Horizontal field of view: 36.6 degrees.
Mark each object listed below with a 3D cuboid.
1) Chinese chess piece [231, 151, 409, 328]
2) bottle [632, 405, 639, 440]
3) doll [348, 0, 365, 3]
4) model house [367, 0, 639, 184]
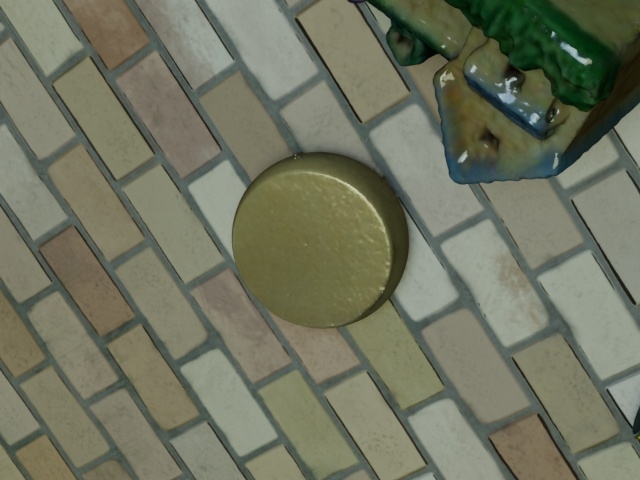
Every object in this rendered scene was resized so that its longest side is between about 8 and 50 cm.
[{"bbox_3d":[0.000,0.000,1.441,0.273,0.102,0.273,5,110,15],"label":"Chinese chess piece"},{"bbox_3d":[0.594,0.302,1.371,0.286,0.082,0.082,23,112,8],"label":"bottle"},{"bbox_3d":[0.113,-0.361,1.326,0.190,0.050,0.115,23,102,1],"label":"doll"},{"bbox_3d":[0.209,-0.270,1.144,0.382,0.335,0.342,44,149,13],"label":"model house"}]
